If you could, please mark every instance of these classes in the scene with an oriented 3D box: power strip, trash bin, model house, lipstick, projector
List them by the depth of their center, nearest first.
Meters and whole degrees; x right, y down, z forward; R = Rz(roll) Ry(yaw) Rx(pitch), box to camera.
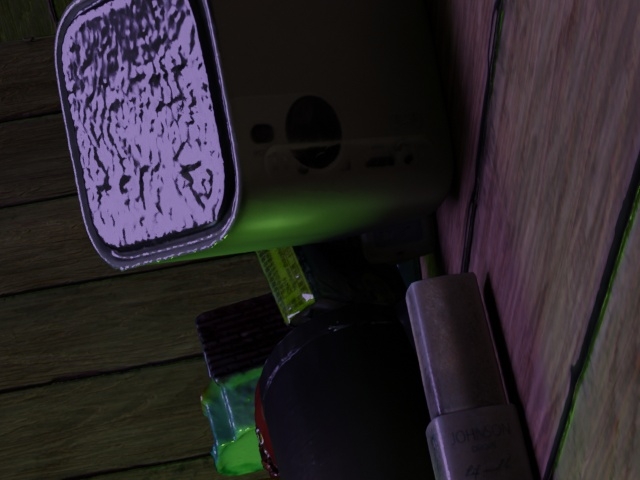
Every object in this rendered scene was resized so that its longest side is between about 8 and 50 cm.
[{"bbox_3d":[0.125,0.154,1.394,0.077,0.079,0.253,92,167,-68],"label":"lipstick"},{"bbox_3d":[-0.062,-0.117,1.502,0.248,0.249,0.249,-13,86,50],"label":"projector"},{"bbox_3d":[0.065,0.230,1.583,0.252,0.203,0.301,-48,35,26],"label":"trash bin"},{"bbox_3d":[0.062,-0.097,1.656,0.052,0.078,0.272,-107,8,-72],"label":"power strip"},{"bbox_3d":[-0.060,0.188,2.584,0.230,0.280,0.249,92,162,-64],"label":"model house"}]

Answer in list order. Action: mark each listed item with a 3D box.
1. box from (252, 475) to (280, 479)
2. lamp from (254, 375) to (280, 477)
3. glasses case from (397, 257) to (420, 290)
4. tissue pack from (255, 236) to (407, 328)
[{"bbox_3d":[0.030,0.389,2.005,0.415,0.264,0.116,92,167,-61],"label":"box"},{"bbox_3d":[0.009,0.244,2.235,0.227,0.227,0.227,170,90,-86],"label":"lamp"},{"bbox_3d":[0.073,-0.067,1.856,0.105,0.056,0.266,28,132,53],"label":"glasses case"},{"bbox_3d":[0.000,0.000,1.743,0.173,0.073,0.235,20,-142,-45],"label":"tissue pack"}]
